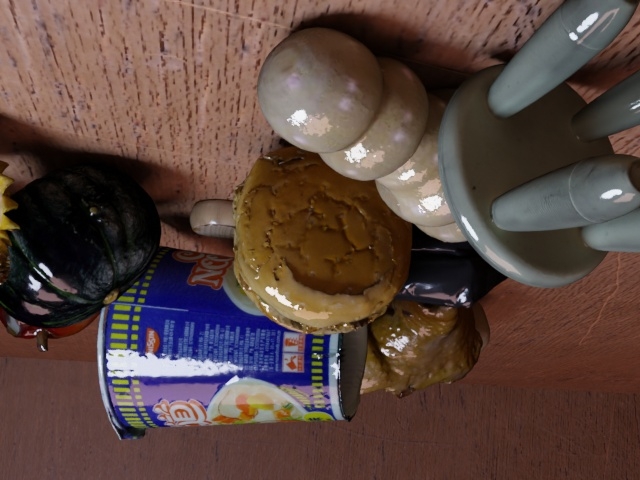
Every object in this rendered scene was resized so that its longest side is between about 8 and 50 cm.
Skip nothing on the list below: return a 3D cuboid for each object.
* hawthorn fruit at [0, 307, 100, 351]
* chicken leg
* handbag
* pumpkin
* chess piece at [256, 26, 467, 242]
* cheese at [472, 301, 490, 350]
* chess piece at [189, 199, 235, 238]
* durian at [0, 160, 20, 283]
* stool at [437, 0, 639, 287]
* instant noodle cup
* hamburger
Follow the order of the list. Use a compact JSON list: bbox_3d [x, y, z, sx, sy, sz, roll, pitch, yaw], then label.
[{"bbox_3d":[-0.365,0.053,1.472,0.185,0.202,0.185,6,159,2],"label":"hawthorn fruit"},{"bbox_3d":[0.137,0.140,1.696,0.295,0.182,0.409,-29,158,-15],"label":"chicken leg"},{"bbox_3d":[0.113,0.019,1.343,0.244,0.088,0.275,2,-169,21],"label":"handbag"},{"bbox_3d":[-0.292,0.007,1.268,0.220,0.162,0.220,-37,178,-1],"label":"pumpkin"},{"bbox_3d":[0.053,-0.096,0.931,0.142,0.143,0.261,-10,157,43],"label":"chess piece"},{"bbox_3d":[0.212,0.167,2.019,0.235,0.117,0.218,-6,165,31],"label":"cheese"},{"bbox_3d":[-0.133,-0.028,1.435,0.083,0.038,0.084,4,169,1],"label":"chess piece"},{"bbox_3d":[-0.465,-0.062,1.143,0.305,0.186,0.195,9,-175,-10],"label":"durian"},{"bbox_3d":[0.224,-0.072,0.837,0.195,0.195,0.198,11,163,-31],"label":"stool"},{"bbox_3d":[-0.104,0.138,1.450,0.312,0.284,0.284,2,167,12],"label":"instant noodle cup"},{"bbox_3d":[0.002,0.000,1.163,0.213,0.214,0.108,6,160,-14],"label":"hamburger"}]
